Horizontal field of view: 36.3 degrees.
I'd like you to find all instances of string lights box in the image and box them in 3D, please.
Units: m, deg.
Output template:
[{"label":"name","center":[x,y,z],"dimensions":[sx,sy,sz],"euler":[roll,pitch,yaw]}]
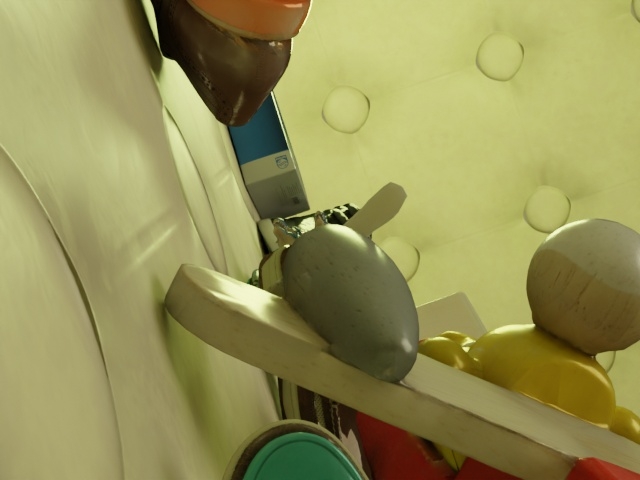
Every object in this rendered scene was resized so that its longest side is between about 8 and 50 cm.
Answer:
[{"label":"string lights box","center":[-0.093,-0.170,1.434],"dimensions":[0.133,0.077,0.260],"euler":[70,1,-64]}]

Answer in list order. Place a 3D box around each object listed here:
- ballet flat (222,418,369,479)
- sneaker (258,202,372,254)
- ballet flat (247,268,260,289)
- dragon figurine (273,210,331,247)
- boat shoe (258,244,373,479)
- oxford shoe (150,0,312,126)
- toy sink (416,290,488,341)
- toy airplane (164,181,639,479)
[{"label":"ballet flat","center":[0.007,0.199,0.404],"dimensions":[0.086,0.086,0.248],"euler":[66,7,-80]},{"label":"sneaker","center":[0.000,0.000,1.363],"dimensions":[0.296,0.147,0.104],"euler":[-72,145,-86]},{"label":"ballet flat","center":[-0.028,0.063,0.995],"dimensions":[0.188,0.070,0.070],"euler":[67,4,-74]},{"label":"dragon figurine","center":[0.020,0.102,1.167],"dimensions":[0.289,0.085,0.144],"euler":[64,22,-8]},{"label":"boat shoe","center":[0.018,0.115,0.857],"dimensions":[0.095,0.095,0.257],"euler":[7,62,-58]},{"label":"oxford shoe","center":[-0.122,-0.234,0.892],"dimensions":[0.364,0.130,0.133],"euler":[-118,-141,-49]},{"label":"toy sink","center":[0.100,0.167,1.268],"dimensions":[0.234,0.153,0.131],"euler":[-14,70,-48]},{"label":"toy airplane","center":[0.146,0.111,0.575],"dimensions":[0.386,0.384,0.272],"euler":[41,67,-59]}]
